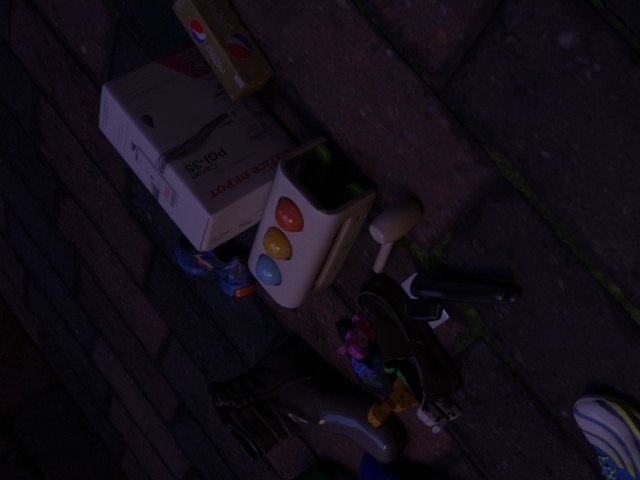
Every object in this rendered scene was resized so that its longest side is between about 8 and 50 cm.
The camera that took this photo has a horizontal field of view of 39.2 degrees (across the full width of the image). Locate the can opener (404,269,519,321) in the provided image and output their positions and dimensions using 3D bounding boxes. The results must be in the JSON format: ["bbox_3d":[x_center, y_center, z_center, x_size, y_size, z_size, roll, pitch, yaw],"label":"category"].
[{"bbox_3d":[0.193,0.074,1.234,0.186,0.059,0.073,-6,85,47],"label":"can opener"}]

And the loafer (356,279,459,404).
[{"bbox_3d":[0.123,0.157,1.376,0.220,0.078,0.080,52,148,11],"label":"loafer"}]

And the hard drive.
[{"bbox_3d":[0.080,0.200,1.531,0.094,0.022,0.135,1,118,55],"label":"hard drive"}]

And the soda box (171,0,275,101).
[{"bbox_3d":[-0.150,-0.310,1.380,0.181,0.061,0.058,57,150,2],"label":"soda box"}]

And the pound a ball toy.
[{"bbox_3d":[0.000,0.000,1.364,0.208,0.136,0.319,49,148,17],"label":"pound a ball toy"}]

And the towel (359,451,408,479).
[{"bbox_3d":[0.164,0.522,1.563,0.308,0.076,0.227,32,144,64],"label":"towel"}]

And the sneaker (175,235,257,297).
[{"bbox_3d":[-0.203,0.031,1.753,0.221,0.083,0.087,24,122,36],"label":"sneaker"}]

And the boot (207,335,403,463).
[{"bbox_3d":[-0.034,0.332,1.616,0.338,0.223,0.118,33,140,36],"label":"boot"}]

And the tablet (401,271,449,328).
[{"bbox_3d":[0.156,0.090,1.343,0.083,0.006,0.054,54,149,7],"label":"tablet"}]

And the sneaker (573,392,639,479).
[{"bbox_3d":[0.382,0.293,1.078,0.240,0.126,0.091,42,145,25],"label":"sneaker"}]

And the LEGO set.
[{"bbox_3d":[0.102,0.235,1.429,0.227,0.093,0.087,44,150,6],"label":"LEGO set"}]

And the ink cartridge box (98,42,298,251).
[{"bbox_3d":[-0.184,-0.154,1.423,0.283,0.207,0.117,49,150,14],"label":"ink cartridge box"}]

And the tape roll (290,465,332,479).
[{"bbox_3d":[0.040,0.620,1.844,0.321,0.077,0.321,49,160,25],"label":"tape roll"}]
